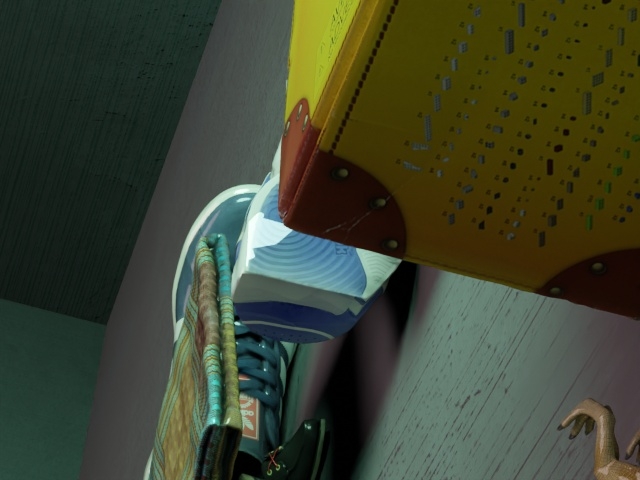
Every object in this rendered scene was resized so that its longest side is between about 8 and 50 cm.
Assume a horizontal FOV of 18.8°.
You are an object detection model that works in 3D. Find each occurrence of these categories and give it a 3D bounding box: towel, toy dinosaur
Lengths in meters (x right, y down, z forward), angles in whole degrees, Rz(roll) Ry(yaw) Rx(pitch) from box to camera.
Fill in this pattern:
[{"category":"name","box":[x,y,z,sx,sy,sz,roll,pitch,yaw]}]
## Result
[{"category":"towel","box":[-0.119,0.214,1.569,0.271,0.040,0.370,-100,21,-57]},{"category":"toy dinosaur","box":[0.141,0.108,0.819,0.092,0.053,0.183,-120,37,-55]}]

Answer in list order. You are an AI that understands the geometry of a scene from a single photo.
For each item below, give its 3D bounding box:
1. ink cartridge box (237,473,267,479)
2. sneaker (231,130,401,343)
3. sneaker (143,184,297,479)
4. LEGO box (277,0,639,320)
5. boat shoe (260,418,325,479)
[{"category":"ink cartridge box","box":[-0.036,0.296,1.352,0.193,0.088,0.234,-173,97,-81]},{"category":"sneaker","box":[0.000,-0.001,1.546,0.315,0.127,0.182,-77,4,-52]},{"category":"sneaker","box":[-0.077,0.128,1.756,0.148,0.131,0.350,-129,48,-73]},{"category":"LEGO box","box":[0.149,-0.273,0.873,0.372,0.193,0.500,-85,14,-45]},{"category":"boat shoe","box":[-0.029,0.194,1.601,0.049,0.042,0.133,-83,14,-48]}]
